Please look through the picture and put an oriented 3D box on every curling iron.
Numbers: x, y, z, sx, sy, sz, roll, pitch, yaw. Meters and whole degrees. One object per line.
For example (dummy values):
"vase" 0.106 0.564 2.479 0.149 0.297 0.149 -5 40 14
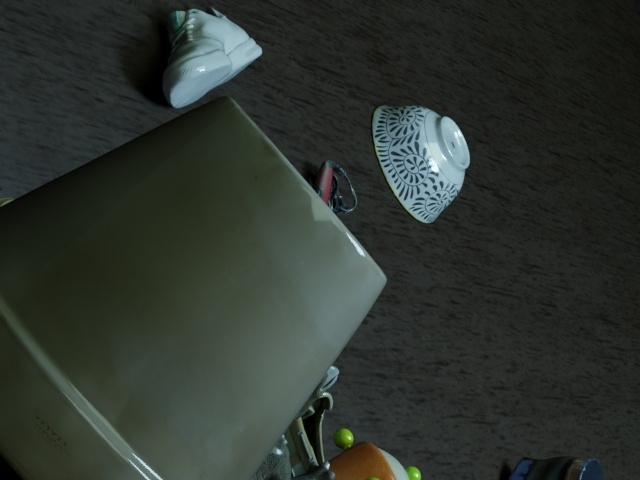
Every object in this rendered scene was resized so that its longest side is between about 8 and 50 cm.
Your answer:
"curling iron" 0.000 0.000 2.040 0.068 0.035 0.274 54 28 -25

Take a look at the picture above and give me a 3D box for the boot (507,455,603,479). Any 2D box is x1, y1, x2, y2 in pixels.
"boot" 0.268 0.366 2.231 0.082 0.106 0.219 49 58 -41

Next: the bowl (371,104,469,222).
"bowl" 0.145 -0.116 2.371 0.170 0.080 0.170 45 32 -38

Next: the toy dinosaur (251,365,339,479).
"toy dinosaur" -0.088 0.226 1.528 0.121 0.313 0.160 29 -2 40

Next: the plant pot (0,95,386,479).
"plant pot" -0.115 0.050 1.349 0.323 0.280 0.323 49 1 -1

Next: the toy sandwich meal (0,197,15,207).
"toy sandwich meal" -0.262 0.004 1.537 0.085 0.029 0.085 43 31 -34

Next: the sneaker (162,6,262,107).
"sneaker" -0.137 -0.206 1.918 0.094 0.080 0.212 53 19 -2

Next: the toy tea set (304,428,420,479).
"toy tea set" 0.079 0.340 1.682 0.200 0.124 0.336 32 -41 62

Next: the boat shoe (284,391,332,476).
"boat shoe" -0.019 0.167 1.819 0.068 0.072 0.190 36 39 -48
